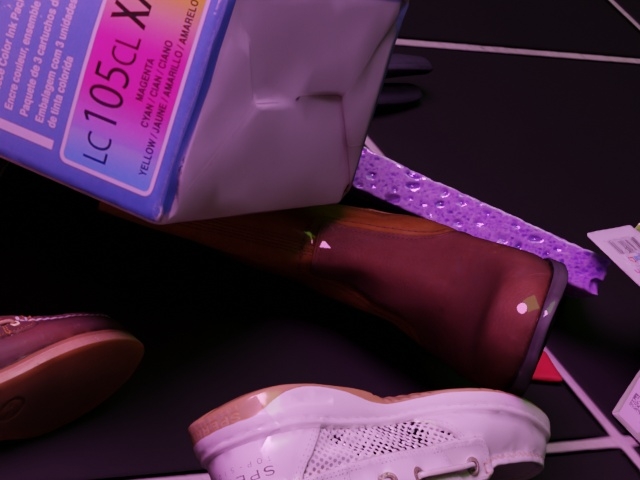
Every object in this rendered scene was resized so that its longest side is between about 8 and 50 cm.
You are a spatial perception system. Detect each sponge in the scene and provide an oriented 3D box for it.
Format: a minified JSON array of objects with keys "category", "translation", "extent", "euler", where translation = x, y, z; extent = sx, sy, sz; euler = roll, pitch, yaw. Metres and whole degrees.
[{"category":"sponge","translation":[0.099,-0.015,1.433],"extent":[0.210,0.031,0.117],"euler":[25,-2,-1]}]

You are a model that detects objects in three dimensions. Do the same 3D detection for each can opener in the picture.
[{"category":"can opener","translation":[0.031,-0.127,1.584],"extent":[0.073,0.059,0.186],"euler":[42,33,27]}]

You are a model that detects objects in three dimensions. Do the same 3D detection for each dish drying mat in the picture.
[{"category":"dish drying mat","translation":[0.126,0.084,1.373],"extent":[0.083,0.008,0.032],"euler":[8,33,-30]}]

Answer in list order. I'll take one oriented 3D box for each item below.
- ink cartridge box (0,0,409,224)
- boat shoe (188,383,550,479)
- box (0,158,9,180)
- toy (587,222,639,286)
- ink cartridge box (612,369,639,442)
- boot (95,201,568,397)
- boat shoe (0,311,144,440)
[{"category":"ink cartridge box","translation":[-0.182,-0.151,1.186],"extent":[0.395,0.151,0.270],"euler":[22,11,19]},{"category":"boat shoe","translation":[0.040,0.141,1.142],"extent":[0.277,0.098,0.096],"euler":[5,61,-46]},{"category":"box","translation":[-0.251,-0.086,1.318],"extent":[0.114,0.036,0.207],"euler":[23,29,-7]},{"category":"toy","translation":[0.289,0.078,1.353],"extent":[0.137,0.056,0.237],"euler":[-8,49,-42]},{"category":"ink cartridge box","translation":[0.336,0.165,1.359],"extent":[0.171,0.056,0.235],"euler":[-6,43,-43]},{"category":"boot","translation":[0.000,0.000,1.255],"extent":[0.280,0.096,0.264],"euler":[19,11,-13]},{"category":"boat shoe","translation":[-0.185,0.071,1.079],"extent":[0.073,0.073,0.207],"euler":[43,33,23]}]
